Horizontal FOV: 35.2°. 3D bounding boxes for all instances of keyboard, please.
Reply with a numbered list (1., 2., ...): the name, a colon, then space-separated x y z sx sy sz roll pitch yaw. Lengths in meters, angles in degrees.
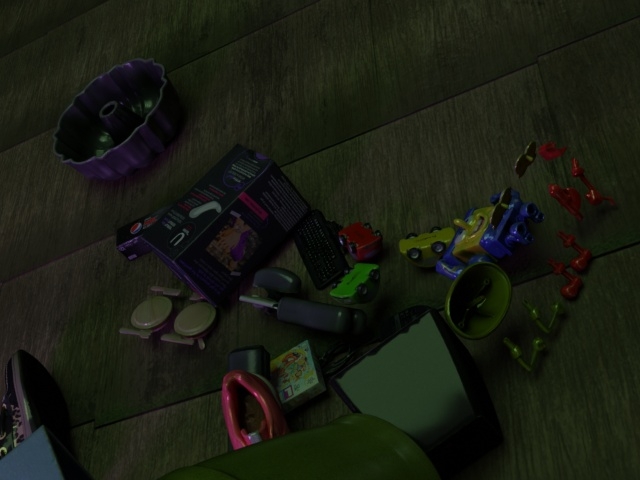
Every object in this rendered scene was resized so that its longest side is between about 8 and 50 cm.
1. keyboard: 0.000 0.000 1.881 0.100 0.038 0.192 -34 43 6

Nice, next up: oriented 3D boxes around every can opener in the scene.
1. can opener: -0.033 0.100 1.752 0.283 0.076 0.095 6 87 48

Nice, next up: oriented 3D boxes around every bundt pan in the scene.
1. bundt pan: -0.466 -0.271 2.386 0.331 0.124 0.330 -20 44 21

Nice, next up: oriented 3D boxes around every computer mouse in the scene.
1. computer mouse: 0.093 0.176 1.669 0.242 0.041 0.071 -27 42 23

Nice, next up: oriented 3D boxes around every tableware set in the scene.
1. tableware set: -0.280 0.155 1.949 0.194 0.039 0.128 6 46 32

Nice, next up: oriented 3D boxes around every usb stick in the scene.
1. usb stick: -0.116 0.307 1.632 0.077 0.045 0.277 -9 68 21

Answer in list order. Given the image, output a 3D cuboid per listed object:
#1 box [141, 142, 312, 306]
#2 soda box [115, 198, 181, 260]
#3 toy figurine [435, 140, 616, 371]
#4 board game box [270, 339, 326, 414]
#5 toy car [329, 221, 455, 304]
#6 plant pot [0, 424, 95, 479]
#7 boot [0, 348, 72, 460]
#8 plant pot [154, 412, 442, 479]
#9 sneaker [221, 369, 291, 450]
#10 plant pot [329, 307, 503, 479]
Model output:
1. box: -0.180 -0.033 1.940 0.270 0.143 0.165 -45 34 -11
2. soda box: -0.351 -0.023 2.140 0.169 0.053 0.060 -24 44 17
3. toy figurine: 0.282 0.032 1.614 0.362 0.191 0.217 -61 17 -21
4. board game box: -0.069 0.246 1.697 0.154 0.026 0.103 -32 38 12
5. toy car: 0.094 0.048 1.718 0.239 0.053 0.225 3 34 38
6. plant pot: -0.455 0.498 1.586 0.252 0.247 0.247 -32 41 -8
7. boot: -0.618 0.407 1.907 0.284 0.138 0.377 -35 47 6
8. plant pot: -0.024 0.396 1.289 0.367 0.366 0.353 10 25 41
9. sneaker: -0.084 0.335 1.515 0.116 0.136 0.313 -26 68 -2
10. plant pot: 0.156 0.242 1.461 0.187 0.188 0.167 -36 53 4
